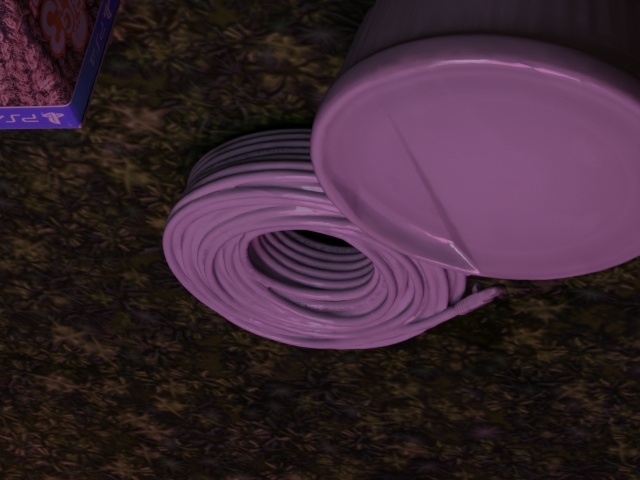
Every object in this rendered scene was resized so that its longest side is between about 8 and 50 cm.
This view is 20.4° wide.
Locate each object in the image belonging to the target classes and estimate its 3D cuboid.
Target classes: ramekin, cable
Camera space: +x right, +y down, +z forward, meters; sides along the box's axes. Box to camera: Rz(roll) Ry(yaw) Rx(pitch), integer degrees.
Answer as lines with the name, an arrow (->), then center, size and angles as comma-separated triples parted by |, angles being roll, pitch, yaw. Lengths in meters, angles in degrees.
ramekin -> 0.134, -0.094, 1.285 | 0.273, 0.127, 0.273 | 7, 147, 5
cable -> 0.000, 0.000, 1.509 | 0.257, 0.089, 0.257 | 28, 145, -23

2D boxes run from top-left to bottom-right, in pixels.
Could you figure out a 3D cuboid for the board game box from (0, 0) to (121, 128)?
board game box -> -0.299, -0.217, 1.216 | 0.232, 0.141, 0.291 | 0, 145, 17
